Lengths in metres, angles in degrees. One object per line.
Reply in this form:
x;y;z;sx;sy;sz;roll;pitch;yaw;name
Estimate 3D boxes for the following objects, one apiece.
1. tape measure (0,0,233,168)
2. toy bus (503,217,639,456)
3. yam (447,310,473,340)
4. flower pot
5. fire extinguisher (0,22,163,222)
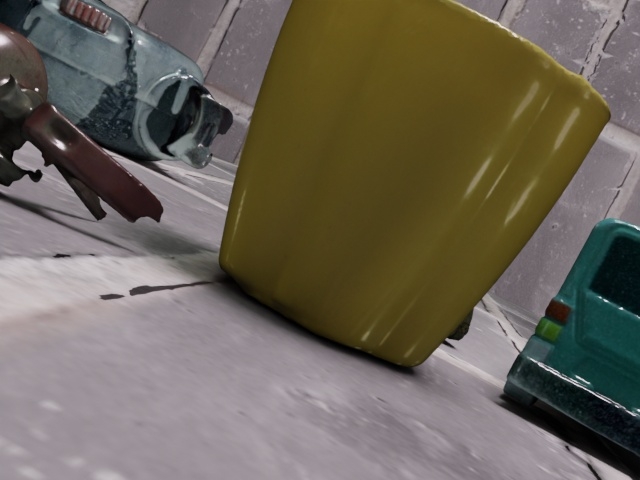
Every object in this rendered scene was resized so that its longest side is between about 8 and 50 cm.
-0.255;-0.196;1.061;0.275;0.147;0.256;26;3;-24;tape measure
0.223;0.069;0.642;0.128;0.147;0.256;29;5;17;toy bus
0.059;0.026;0.724;0.146;0.069;0.070;25;4;-18;yam
0.035;-0.036;0.524;0.195;0.179;0.195;28;3;-2;flower pot
-0.185;-0.084;0.482;0.252;0.075;0.106;27;3;26;fire extinguisher
